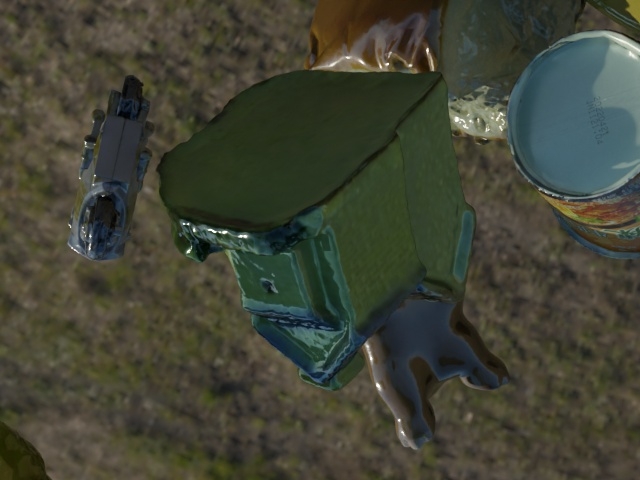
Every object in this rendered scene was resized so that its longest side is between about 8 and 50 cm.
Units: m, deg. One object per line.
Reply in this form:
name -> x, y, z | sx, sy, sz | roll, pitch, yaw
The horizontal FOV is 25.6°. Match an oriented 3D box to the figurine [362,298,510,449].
figurine -> 0.085, 0.078, 1.591 | 0.247, 0.177, 0.173 | 59, 165, -10

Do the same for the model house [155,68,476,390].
model house -> 0.000, 0.000, 1.066 | 0.195, 0.214, 0.189 | 2, 128, 38

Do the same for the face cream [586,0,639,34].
face cream -> 0.370, -0.335, 1.466 | 0.218, 0.179, 0.218 | 34, 170, 7

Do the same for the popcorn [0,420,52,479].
popcorn -> -0.296, 0.252, 1.055 | 0.192, 0.233, 0.266 | -24, 113, 39

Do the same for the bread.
bread -> 0.134, -0.256, 1.663 | 0.279, 0.250, 0.225 | 4, 151, 48

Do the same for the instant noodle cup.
instant noodle cup -> 0.304, -0.105, 1.451 | 0.230, 0.230, 0.182 | -2, 168, 31

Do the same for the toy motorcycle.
toy motorcycle -> -0.223, -0.056, 1.485 | 0.073, 0.225, 0.152 | 13, 145, -10
